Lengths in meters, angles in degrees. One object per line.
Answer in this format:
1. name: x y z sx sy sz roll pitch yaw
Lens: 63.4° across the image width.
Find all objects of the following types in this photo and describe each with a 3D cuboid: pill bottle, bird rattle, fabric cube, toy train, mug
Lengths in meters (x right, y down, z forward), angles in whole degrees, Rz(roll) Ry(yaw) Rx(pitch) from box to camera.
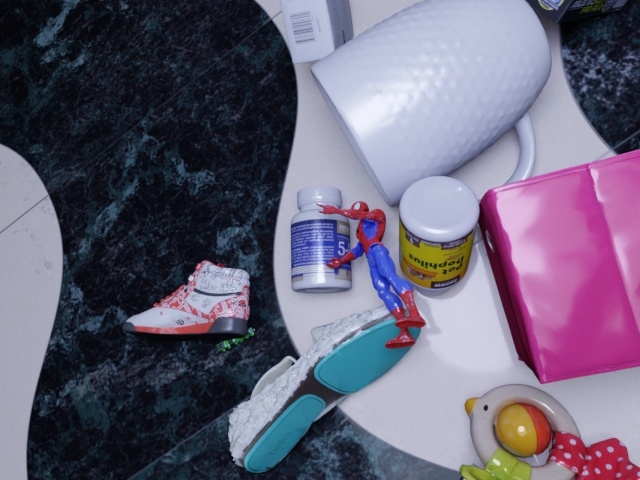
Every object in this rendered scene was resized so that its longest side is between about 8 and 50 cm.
1. pill bottle: 0.000 0.000 0.957 0.112 0.112 0.186 -5 78 16
2. bird rattle: 0.328 0.312 0.781 0.254 0.143 0.207 -14 52 0
3. fabric cube: 0.389 0.037 0.748 0.259 0.254 0.258 -14 82 12
4. toy train: -0.166 0.193 1.013 0.083 0.024 0.017 -30 72 9
5. pill bottle: 0.186 0.004 0.839 0.117 0.215 0.117 -4 56 6
6. mug: 0.216 -0.215 0.878 0.328 0.276 0.374 -30 102 6

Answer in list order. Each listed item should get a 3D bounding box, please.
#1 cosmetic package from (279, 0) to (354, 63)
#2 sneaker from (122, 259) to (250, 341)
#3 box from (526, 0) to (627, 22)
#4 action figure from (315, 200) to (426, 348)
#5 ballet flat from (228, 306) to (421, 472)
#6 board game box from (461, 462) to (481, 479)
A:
1. cosmetic package: 0.001 -0.418 0.974 0.086 0.231 0.117 -3 121 17
2. sneaker: -0.261 0.120 1.028 0.270 0.090 0.145 -5 67 20
3. box: 0.393 -0.464 0.875 0.270 0.060 0.216 -25 65 -37
4. action figure: 0.063 0.035 0.844 0.139 0.091 0.280 2 47 -14
5. ballet flat: -0.015 0.231 0.911 0.409 0.147 0.147 -42 71 4
6. board game box: 0.248 0.457 0.832 0.103 0.026 0.154 33 90 20
